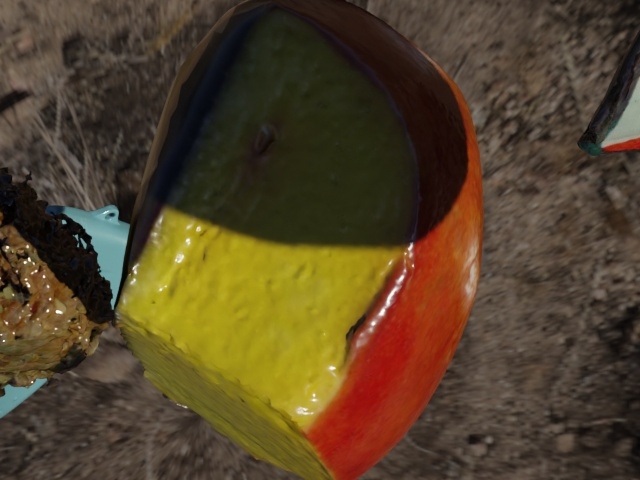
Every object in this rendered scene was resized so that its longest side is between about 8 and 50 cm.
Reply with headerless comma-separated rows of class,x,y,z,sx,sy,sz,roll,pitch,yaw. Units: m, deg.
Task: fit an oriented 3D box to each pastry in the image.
pastry,-0.316,0.051,1.309,0.275,0.275,0.193,6,53,-4

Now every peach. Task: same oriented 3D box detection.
peach,0.000,0.000,1.090,0.242,0.380,0.306,24,70,10

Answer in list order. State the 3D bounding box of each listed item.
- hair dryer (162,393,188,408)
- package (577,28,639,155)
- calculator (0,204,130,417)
hair dryer,-0.061,0.128,1.806,0.220,0.054,0.195,23,88,-33
package,0.186,-0.113,0.487,0.166,0.232,0.040,-16,59,-30
calculator,-0.356,0.093,1.704,0.386,0.256,0.054,-45,60,17
